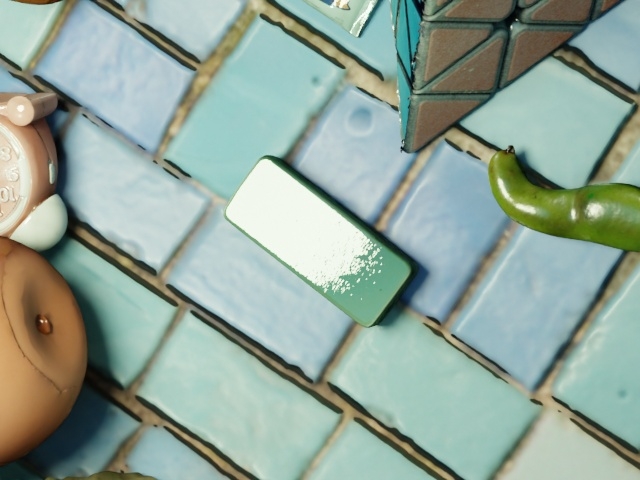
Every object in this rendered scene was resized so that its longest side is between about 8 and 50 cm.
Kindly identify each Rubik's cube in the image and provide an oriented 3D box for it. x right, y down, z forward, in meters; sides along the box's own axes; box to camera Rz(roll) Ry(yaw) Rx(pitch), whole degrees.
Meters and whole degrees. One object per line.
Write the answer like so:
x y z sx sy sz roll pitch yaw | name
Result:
0.138 -0.241 1.505 0.229 0.233 0.228 -6 134 48 | Rubik's cube

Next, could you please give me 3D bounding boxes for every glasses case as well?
0.000 0.000 1.596 0.184 0.039 0.078 38 100 10 | glasses case

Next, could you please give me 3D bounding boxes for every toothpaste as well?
-0.039 -0.268 1.605 0.205 0.036 0.056 31 112 8 | toothpaste

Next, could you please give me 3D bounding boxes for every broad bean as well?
0.250 -0.026 1.531 0.213 0.048 0.070 21 97 16 | broad bean

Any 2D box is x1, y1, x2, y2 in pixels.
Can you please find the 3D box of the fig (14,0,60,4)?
-0.288 -0.302 1.618 0.149 0.202 0.148 -15 106 -22 | fig

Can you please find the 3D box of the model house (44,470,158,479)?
-0.099 0.451 1.457 0.445 0.395 0.400 14 96 22 | model house

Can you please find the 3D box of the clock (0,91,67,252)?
-0.328 -0.067 1.656 0.166 0.093 0.162 2 101 13 | clock

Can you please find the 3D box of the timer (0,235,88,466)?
-0.342 0.108 1.583 0.215 0.229 0.230 -19 86 22 | timer
